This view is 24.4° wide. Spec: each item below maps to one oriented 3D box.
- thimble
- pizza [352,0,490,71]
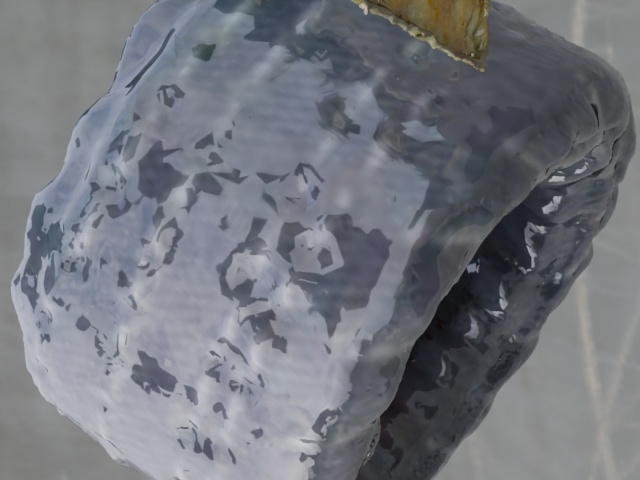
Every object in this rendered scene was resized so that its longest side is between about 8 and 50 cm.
[{"bbox_3d":[0.000,0.000,0.589,0.236,0.172,0.205,-60,-23,4],"label":"thimble"},{"bbox_3d":[0.018,-0.083,0.384,0.026,0.123,0.108,8,138,37],"label":"pizza"}]
